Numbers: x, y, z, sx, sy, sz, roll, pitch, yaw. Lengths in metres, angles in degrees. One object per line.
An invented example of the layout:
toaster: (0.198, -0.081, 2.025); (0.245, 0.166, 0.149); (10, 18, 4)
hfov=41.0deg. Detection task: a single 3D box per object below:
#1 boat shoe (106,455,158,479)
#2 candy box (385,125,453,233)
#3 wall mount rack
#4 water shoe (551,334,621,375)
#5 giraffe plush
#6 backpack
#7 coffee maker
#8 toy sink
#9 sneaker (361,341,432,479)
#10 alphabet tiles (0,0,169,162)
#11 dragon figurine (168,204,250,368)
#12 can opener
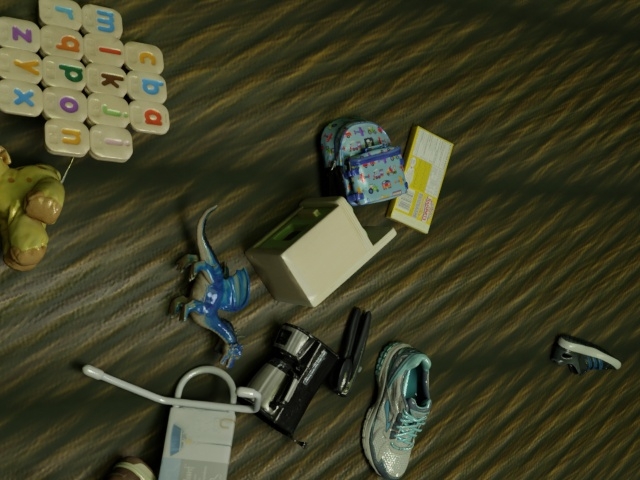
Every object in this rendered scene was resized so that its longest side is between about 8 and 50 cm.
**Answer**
boat shoe: (-0.282, 0.496, 1.478); (0.257, 0.095, 0.095); (48, 41, -9)
candy box: (0.211, -0.128, 1.813); (0.105, 0.027, 0.206); (23, 80, -33)
wall mount rack: (-0.261, 0.346, 1.433); (0.304, 0.130, 0.350); (6, 58, -2)
water shoe: (0.639, 0.289, 2.078); (0.203, 0.073, 0.080); (22, 102, -26)
giraffe plush: (-0.492, -0.073, 1.313); (0.170, 0.181, 0.210); (20, 73, -23)
backpack: (0.083, -0.160, 1.683); (0.158, 0.117, 0.173); (-11, 95, -32)
coffee maker: (-0.053, 0.270, 1.628); (0.178, 0.120, 0.171); (-55, 141, -17)
toy sink: (0.000, 0.000, 1.616); (0.234, 0.152, 0.131); (-40, 110, -23)
sneaker: (0.163, 0.353, 1.745); (0.110, 0.122, 0.283); (6, 89, -31)
alphabet tiles: (-0.384, -0.262, 1.387); (0.277, 0.021, 0.284); (3, 67, -32)
dragon figurine: (-0.184, 0.082, 1.542); (0.144, 0.085, 0.289); (8, 92, -34)
can opener: (0.066, 0.225, 1.720); (0.059, 0.073, 0.186); (29, 67, -21)
